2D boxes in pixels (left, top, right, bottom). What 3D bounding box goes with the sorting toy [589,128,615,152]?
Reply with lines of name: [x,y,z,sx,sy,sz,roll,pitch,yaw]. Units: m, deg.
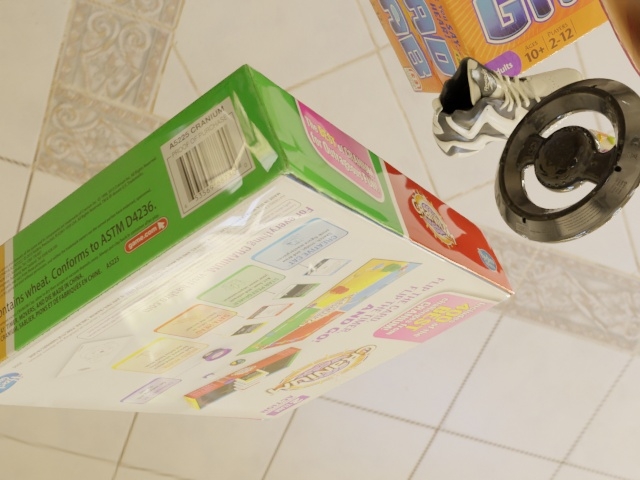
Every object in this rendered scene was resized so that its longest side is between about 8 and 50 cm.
sorting toy: [0.455,-0.130,1.225,0.075,0.045,0.083,12,86,-8]

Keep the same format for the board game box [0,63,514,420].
board game box: [-0.038,0.038,0.514,0.242,0.064,0.317,-31,153,20]

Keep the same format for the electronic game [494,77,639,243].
electronic game: [0.319,-0.104,1.008,0.048,0.229,0.229,26,113,-33]

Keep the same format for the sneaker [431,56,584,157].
sneaker: [0.268,-0.216,1.146,0.235,0.094,0.153,-16,154,15]

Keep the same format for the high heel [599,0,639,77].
high heel: [0.242,-0.222,0.607,0.377,0.127,0.181,5,100,-41]

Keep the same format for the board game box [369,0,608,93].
board game box: [0.308,-0.518,1.471,0.356,0.356,0.356,-32,107,-6]
